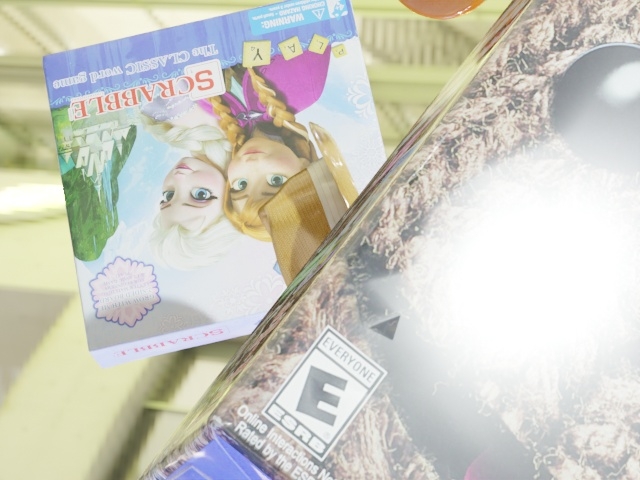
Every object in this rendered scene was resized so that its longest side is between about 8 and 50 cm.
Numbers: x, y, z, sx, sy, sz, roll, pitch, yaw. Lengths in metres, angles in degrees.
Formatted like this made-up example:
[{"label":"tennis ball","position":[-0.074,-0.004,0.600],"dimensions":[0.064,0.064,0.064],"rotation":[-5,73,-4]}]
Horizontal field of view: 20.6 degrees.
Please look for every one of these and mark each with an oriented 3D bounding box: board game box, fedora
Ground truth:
[{"label":"board game box","position":[0.119,0.039,0.631],"dimensions":[0.291,0.232,0.141],"rotation":[-53,2,-22]},{"label":"board game box","position":[-0.092,-0.064,1.724],"dimensions":[0.066,0.318,0.318],"rotation":[71,-175,-70]},{"label":"fedora","position":[0.000,0.000,1.423],"dimensions":[0.194,0.079,0.194],"rotation":[159,90,-88]}]

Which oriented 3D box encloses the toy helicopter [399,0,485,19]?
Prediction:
[{"label":"toy helicopter","position":[0.109,-0.330,1.112],"dimensions":[0.355,0.235,0.140],"rotation":[-51,-7,35]}]
